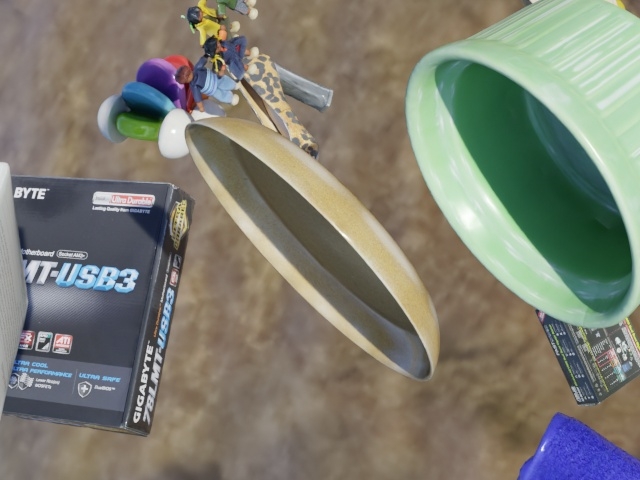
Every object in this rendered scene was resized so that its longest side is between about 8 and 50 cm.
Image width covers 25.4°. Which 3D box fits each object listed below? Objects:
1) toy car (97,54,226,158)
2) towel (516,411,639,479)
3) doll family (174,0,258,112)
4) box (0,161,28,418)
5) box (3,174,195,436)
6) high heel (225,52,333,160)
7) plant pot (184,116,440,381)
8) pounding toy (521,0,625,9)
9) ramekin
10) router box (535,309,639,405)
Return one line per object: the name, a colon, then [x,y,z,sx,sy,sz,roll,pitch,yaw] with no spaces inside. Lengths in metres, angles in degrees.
toy car: [-0.233,-0.208,2.120,0.159,0.182,0.136,18,114,26]
towel: [0.288,0.319,1.246,0.308,0.076,0.227,29,120,26]
doll family: [-0.146,-0.273,1.960,0.076,0.111,0.193,-13,74,32]
box: [-0.317,0.032,1.026,0.182,0.181,0.119,98,178,-53]
box: [-0.315,0.070,1.704,0.296,0.073,0.293,5,77,24]
high heel: [-0.092,-0.173,2.247,0.093,0.186,0.261,-46,26,54]
plant pot: [0.000,0.000,0.961,0.032,0.236,0.236,-44,39,-13]
pounding toy: [0.310,-0.370,1.828,0.154,0.269,0.155,-34,32,7]
ramekin: [0.234,-0.082,1.330,0.148,0.303,0.303,-36,36,-21]
router box: [0.300,0.108,1.563,0.038,0.092,0.122,-18,97,57]
